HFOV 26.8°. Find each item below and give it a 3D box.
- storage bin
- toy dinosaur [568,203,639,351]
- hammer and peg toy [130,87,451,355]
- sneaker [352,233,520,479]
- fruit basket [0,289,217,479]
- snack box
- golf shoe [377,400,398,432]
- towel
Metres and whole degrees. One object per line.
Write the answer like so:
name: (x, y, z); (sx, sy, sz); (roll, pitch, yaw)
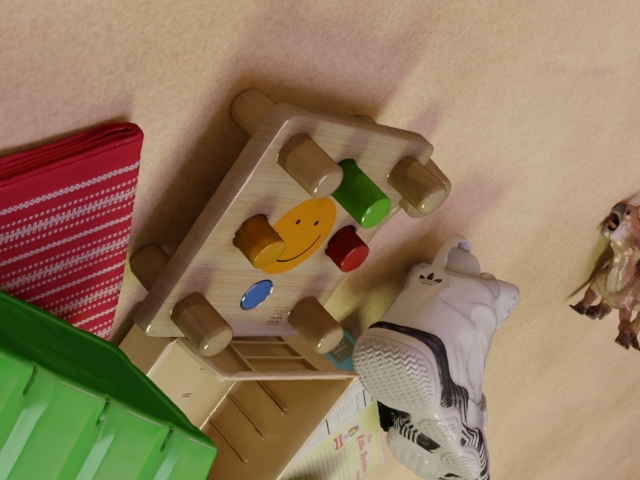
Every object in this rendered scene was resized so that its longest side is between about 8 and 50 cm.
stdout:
storage bin: (-0.138, 0.200, 1.412); (0.262, 0.123, 0.260); (-53, 151, 17)
toy dinosaur: (0.495, 0.058, 2.066); (0.200, 0.127, 0.295); (-56, 156, 7)
hammer and peg toy: (0.000, 0.000, 1.318); (0.361, 0.127, 0.266); (7, 124, -56)
sneaker: (0.169, 0.160, 1.655); (0.210, 0.137, 0.366); (-57, 144, -25)
fruit basket: (-0.320, 0.213, 1.043); (0.392, 0.283, 0.392); (-26, 134, -30)
snack box: (-0.012, 0.260, 1.725); (0.187, 0.060, 0.322); (-34, 150, -16)
golf shoe: (0.119, 0.193, 1.791); (0.094, 0.077, 0.198); (-29, 149, -28)
towel: (-0.248, 0.027, 1.132); (0.199, 0.031, 0.275); (-22, 145, -35)
